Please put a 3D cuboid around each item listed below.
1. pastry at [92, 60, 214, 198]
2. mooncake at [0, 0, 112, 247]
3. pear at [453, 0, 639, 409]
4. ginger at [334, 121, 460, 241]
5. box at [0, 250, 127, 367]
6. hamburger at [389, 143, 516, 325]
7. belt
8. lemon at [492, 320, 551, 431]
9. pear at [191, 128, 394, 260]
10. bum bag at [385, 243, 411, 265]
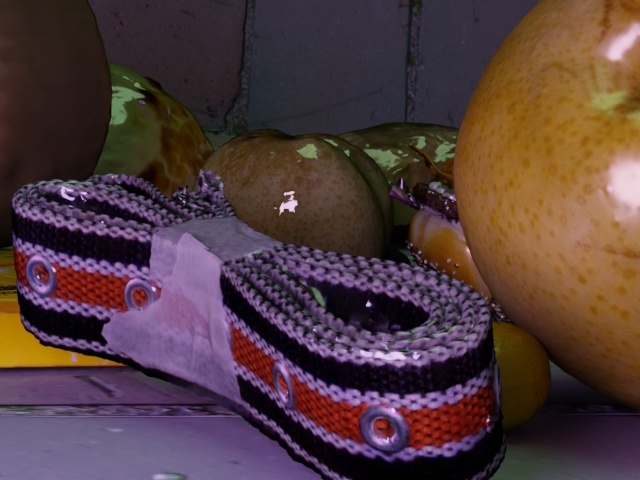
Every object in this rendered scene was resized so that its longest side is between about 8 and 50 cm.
[{"bbox_3d":[-0.224,-0.108,1.966,0.236,0.170,0.256,-1,13,-15],"label":"pastry"},{"bbox_3d":[-0.320,-0.125,1.577,0.284,0.284,0.155,10,11,41],"label":"mooncake"},{"bbox_3d":[0.227,-0.041,1.083,0.314,0.314,0.314,4,7,0],"label":"pear"},{"bbox_3d":[0.053,-0.062,1.916,0.270,0.123,0.219,2,10,-15],"label":"ginger"},{"bbox_3d":[-0.199,0.041,1.232,0.152,0.043,0.269,0,7,-31],"label":"box"},{"bbox_3d":[0.130,0.005,1.394,0.164,0.093,0.189,34,3,-26],"label":"hamburger"},{"bbox_3d":[-0.040,0.040,0.969,0.126,0.094,0.359,-12,20,-34],"label":"belt"},{"bbox_3d":[0.094,0.076,1.028,0.062,0.062,0.083,8,20,32],"label":"lemon"},{"bbox_3d":[-0.021,-0.018,1.431,0.167,0.137,0.167,8,9,-1],"label":"pear"},{"bbox_3d":[0.000,0.000,1.701,0.087,0.049,0.197,29,-10,-35],"label":"bum bag"}]
